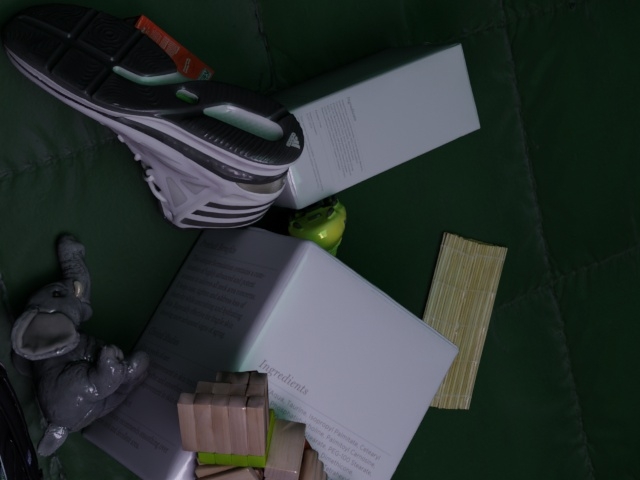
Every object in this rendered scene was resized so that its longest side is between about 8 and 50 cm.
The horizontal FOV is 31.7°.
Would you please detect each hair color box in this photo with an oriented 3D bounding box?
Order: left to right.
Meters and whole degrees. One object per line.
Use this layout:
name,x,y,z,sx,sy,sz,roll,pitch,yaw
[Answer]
hair color box,-0.234,-0.275,1.676,0.141,0.072,0.043,36,76,-29

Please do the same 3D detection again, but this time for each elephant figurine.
elephant figurine,-0.371,0.140,1.597,0.239,0.169,0.186,46,28,10

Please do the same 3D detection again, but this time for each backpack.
backpack,-0.479,0.260,1.493,0.191,0.225,0.253,-12,113,-13

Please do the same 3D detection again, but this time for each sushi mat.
sushi mat,0.246,0.150,2.053,0.151,0.019,0.316,15,88,-33

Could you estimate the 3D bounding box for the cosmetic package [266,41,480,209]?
cosmetic package,0.047,-0.190,1.789,0.365,0.197,0.155,-24,108,-26

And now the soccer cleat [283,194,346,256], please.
soccer cleat,0.001,0.000,1.732,0.093,0.289,0.121,-21,95,-5

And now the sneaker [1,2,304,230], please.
sneaker,-0.263,-0.144,1.619,0.447,0.257,0.169,27,47,0

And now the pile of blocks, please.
pile of blocks,-0.066,0.291,1.458,0.362,0.149,0.112,60,24,-30

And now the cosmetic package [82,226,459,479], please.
cosmetic package,-0.077,0.226,1.680,0.327,0.329,0.394,36,78,-28
